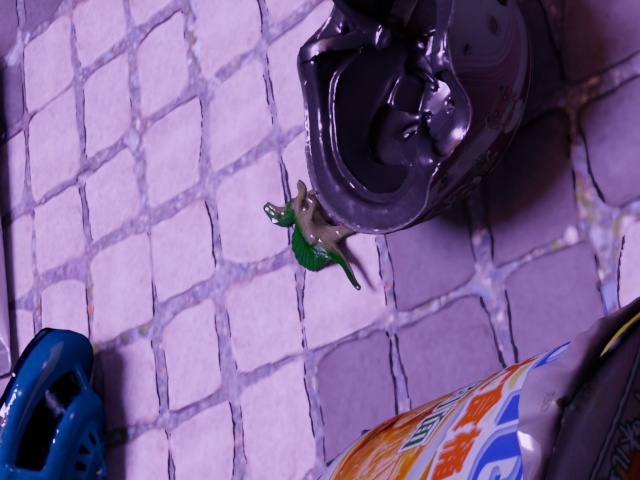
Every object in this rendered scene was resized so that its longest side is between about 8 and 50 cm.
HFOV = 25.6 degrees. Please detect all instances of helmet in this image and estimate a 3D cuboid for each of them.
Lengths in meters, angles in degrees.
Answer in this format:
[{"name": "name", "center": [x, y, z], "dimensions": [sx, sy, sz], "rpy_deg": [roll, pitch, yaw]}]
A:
[{"name": "helmet", "center": [0.066, -0.096, 0.852], "dimensions": [0.153, 0.107, 0.177], "rpy_deg": [46, 134, 40]}]

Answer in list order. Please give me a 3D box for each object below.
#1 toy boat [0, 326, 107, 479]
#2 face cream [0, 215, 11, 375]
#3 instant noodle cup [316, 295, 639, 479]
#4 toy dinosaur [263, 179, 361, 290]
[{"name": "toy boat", "center": [-0.216, 0.220, 1.102], "dimensions": [0.092, 0.134, 0.299], "rpy_deg": [18, 93, 12]}, {"name": "face cream", "center": [-0.343, -0.023, 1.309], "dimensions": [0.143, 0.089, 0.314], "rpy_deg": [-15, 78, 44]}, {"name": "instant noodle cup", "center": [0.127, 0.174, 0.603], "dimensions": [0.214, 0.296, 0.296], "rpy_deg": [-24, 63, 53]}, {"name": "toy dinosaur", "center": [0.000, 0.000, 0.965], "dimensions": [0.119, 0.029, 0.060], "rpy_deg": [53, 135, 35]}]
